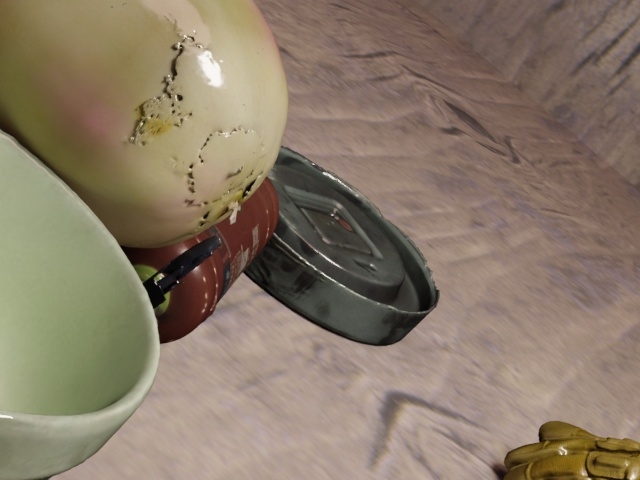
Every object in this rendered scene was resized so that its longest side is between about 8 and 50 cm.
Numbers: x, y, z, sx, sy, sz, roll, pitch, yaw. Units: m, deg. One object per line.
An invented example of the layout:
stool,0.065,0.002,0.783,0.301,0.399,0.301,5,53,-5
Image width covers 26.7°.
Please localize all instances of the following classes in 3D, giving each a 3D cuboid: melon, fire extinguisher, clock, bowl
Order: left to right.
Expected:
bowl,-0.252,0.040,0.755,0.307,0.163,0.307,33,20,-14
melon,-0.161,-0.130,0.965,0.317,0.223,0.223,44,22,18
fire extinguisher,-0.106,0.006,1.102,0.102,0.138,0.344,52,18,-6
clock,0.000,0.000,1.404,0.281,0.055,0.280,33,21,-14

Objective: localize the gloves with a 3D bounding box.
gloves,0.291,0.268,1.187,0.154,0.141,0.331,17,29,-41
